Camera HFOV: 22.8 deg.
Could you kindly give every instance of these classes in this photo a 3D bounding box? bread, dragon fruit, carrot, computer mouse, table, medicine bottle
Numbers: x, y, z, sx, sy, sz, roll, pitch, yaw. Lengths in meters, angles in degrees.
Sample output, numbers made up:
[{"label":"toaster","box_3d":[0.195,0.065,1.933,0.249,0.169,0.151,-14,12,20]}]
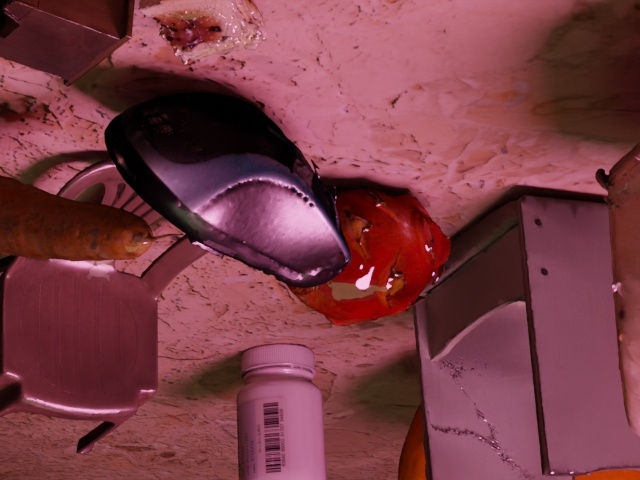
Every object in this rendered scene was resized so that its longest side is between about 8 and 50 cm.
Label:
[{"label":"bread","box_3d":[-0.079,-0.154,1.084,0.070,0.035,0.083,-9,155,12]},{"label":"dragon fruit","box_3d":[0.000,0.000,1.401,0.246,0.125,0.125,21,160,-31]},{"label":"carrot","box_3d":[-0.223,-0.017,1.241,0.298,0.078,0.078,9,170,38]},{"label":"computer mouse","box_3d":[-0.059,-0.048,1.235,0.096,0.137,0.233,-46,137,18]},{"label":"table","box_3d":[-0.175,-0.156,1.021,0.082,0.070,0.083,17,153,-34]},{"label":"medicine bottle","box_3d":[-0.047,0.223,1.858,0.103,0.186,0.103,-3,159,-1]}]

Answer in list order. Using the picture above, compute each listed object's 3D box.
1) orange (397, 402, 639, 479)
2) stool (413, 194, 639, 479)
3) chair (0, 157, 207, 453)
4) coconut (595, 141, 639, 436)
[{"label":"orange","box_3d":[0.248,0.277,1.882,0.312,0.312,0.312,-2,159,-1]},{"label":"stool","box_3d":[0.217,0.123,1.512,0.170,0.269,0.243,5,158,-20]},{"label":"chair","box_3d":[-0.210,0.067,1.443,0.176,0.183,0.326,9,157,-30]},{"label":"coconut","box_3d":[0.389,0.011,1.156,0.360,0.346,0.346,-5,159,11]}]
